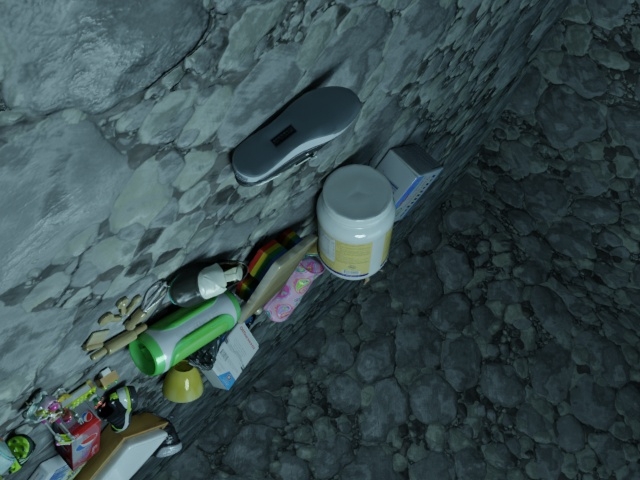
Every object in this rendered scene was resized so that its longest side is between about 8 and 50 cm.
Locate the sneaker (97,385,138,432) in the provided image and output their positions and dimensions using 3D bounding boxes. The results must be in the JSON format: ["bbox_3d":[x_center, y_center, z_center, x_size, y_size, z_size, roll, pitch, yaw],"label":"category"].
[{"bbox_3d":[-0.594,0.482,1.812,0.097,0.084,0.235,-6,143,-34],"label":"sneaker"}]

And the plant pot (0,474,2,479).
[{"bbox_3d":[-0.563,0.364,0.884,0.276,0.254,0.276,-29,134,-34],"label":"plant pot"}]

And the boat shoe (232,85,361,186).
[{"bbox_3d":[-0.049,-0.209,1.326,0.306,0.113,0.105,-41,173,-14],"label":"boat shoe"}]

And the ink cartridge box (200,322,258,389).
[{"bbox_3d":[-0.309,0.375,2.099,0.082,0.140,0.191,-1,-141,38],"label":"ink cartridge box"}]

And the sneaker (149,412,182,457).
[{"bbox_3d":[-0.634,0.696,2.241,0.268,0.153,0.101,-9,179,-8],"label":"sneaker"}]

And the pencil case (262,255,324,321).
[{"bbox_3d":[-0.104,0.165,2.283,0.284,0.124,0.124,-54,165,30],"label":"pencil case"}]

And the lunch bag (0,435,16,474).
[{"bbox_3d":[-0.700,0.416,1.140,0.224,0.108,0.279,-36,163,-21],"label":"lunch bag"}]

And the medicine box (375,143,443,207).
[{"bbox_3d":[0.281,-0.201,2.327,0.263,0.149,0.289,-53,165,27],"label":"medicine box"}]

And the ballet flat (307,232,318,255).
[{"bbox_3d":[0.000,0.000,2.254,0.232,0.080,0.073,-23,126,-66],"label":"ballet flat"}]

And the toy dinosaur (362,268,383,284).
[{"bbox_3d":[0.112,0.022,2.168,0.127,0.200,0.296,-38,-149,12],"label":"toy dinosaur"}]

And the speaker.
[{"bbox_3d":[-0.350,0.234,1.663,0.296,0.131,0.131,-31,160,-45],"label":"speaker"}]

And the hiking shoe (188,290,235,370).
[{"bbox_3d":[-0.328,0.249,1.912,0.132,0.113,0.304,-83,-162,-57],"label":"hiking shoe"}]

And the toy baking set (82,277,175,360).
[{"bbox_3d":[-0.430,0.180,1.464,0.256,0.030,0.197,-29,159,-53],"label":"toy baking set"}]

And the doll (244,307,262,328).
[{"bbox_3d":[-0.281,0.310,2.305,0.189,0.046,0.129,-46,168,-2],"label":"doll"}]

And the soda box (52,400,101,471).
[{"bbox_3d":[-0.648,0.521,1.685,0.092,0.083,0.263,-37,164,-36],"label":"soda box"}]

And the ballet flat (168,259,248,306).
[{"bbox_3d":[-0.264,0.092,1.572,0.096,0.095,0.280,-9,-171,22],"label":"ballet flat"}]

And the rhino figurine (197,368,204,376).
[{"bbox_3d":[-0.418,0.434,2.173,0.106,0.073,0.243,11,125,-52],"label":"rhino figurine"}]

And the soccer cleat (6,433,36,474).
[{"bbox_3d":[-0.701,0.487,1.489,0.179,0.060,0.072,-49,178,40],"label":"soccer cleat"}]

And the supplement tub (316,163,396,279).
[{"bbox_3d":[0.106,-0.053,1.953,0.241,0.241,0.331,-41,156,-23],"label":"supplement tub"}]

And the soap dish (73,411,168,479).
[{"bbox_3d":[-0.658,0.693,2.057,0.291,0.118,0.229,-50,161,13],"label":"soap dish"}]

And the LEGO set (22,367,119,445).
[{"bbox_3d":[-0.575,0.401,1.496,0.132,0.107,0.287,-49,167,12],"label":"LEGO set"}]

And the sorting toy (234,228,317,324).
[{"bbox_3d":[-0.155,0.092,1.912,0.255,0.089,0.257,-54,172,31],"label":"sorting toy"}]

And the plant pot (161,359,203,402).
[{"bbox_3d":[-0.446,0.445,2.051,0.134,0.134,0.095,-30,133,-52],"label":"plant pot"}]

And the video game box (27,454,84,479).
[{"bbox_3d":[-0.781,0.690,1.859,0.187,0.048,0.205,-48,167,16],"label":"video game box"}]
